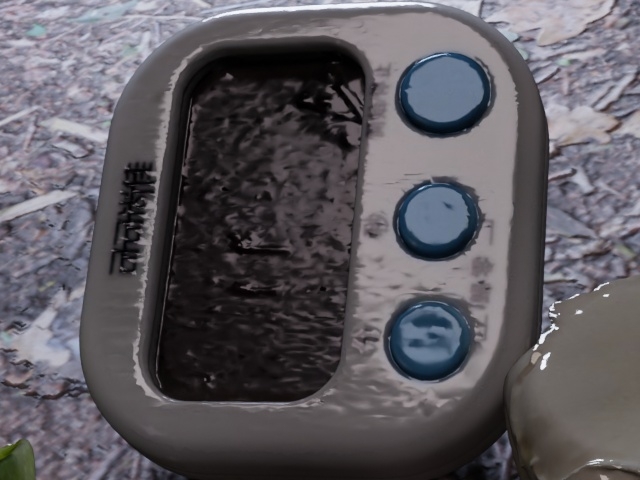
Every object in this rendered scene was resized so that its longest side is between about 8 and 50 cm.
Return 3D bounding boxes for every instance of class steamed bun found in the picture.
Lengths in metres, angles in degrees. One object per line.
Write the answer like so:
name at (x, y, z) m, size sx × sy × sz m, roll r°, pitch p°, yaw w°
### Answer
steamed bun at (0.171, 0.098, 0.804) m, size 0.183 × 0.106 × 0.183 m, roll -5°, pitch 36°, yaw 4°

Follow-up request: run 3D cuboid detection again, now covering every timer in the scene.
timer at (0.000, 0.000, 0.929) m, size 0.237 × 0.087 × 0.262 m, roll -1°, pitch 67°, yaw 16°

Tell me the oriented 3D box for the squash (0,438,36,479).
squash at (-0.252, 0.143, 0.830) m, size 0.237 × 0.155 × 0.204 m, roll -20°, pitch 39°, yaw -9°
